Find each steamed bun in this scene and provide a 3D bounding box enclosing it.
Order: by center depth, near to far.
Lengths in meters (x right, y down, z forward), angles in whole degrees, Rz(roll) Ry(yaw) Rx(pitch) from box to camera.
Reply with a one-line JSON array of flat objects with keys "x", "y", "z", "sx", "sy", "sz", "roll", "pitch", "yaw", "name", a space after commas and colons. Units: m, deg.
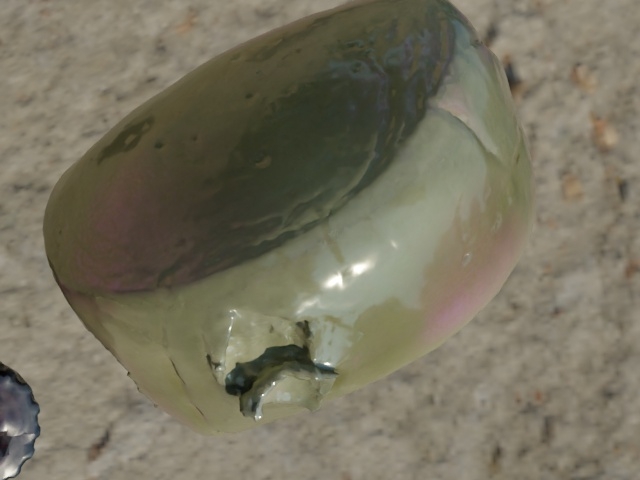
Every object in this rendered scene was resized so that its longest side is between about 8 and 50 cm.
[{"x": 0.000, "y": 0.000, "z": 0.784, "sx": 0.170, "sy": 0.239, "sz": 0.152, "roll": 61, "pitch": 1, "yaw": -43, "name": "steamed bun"}]

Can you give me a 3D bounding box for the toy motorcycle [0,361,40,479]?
[{"x": -0.251, "y": 0.101, "z": 0.770, "sx": 0.229, "sy": 0.094, "sz": 0.129, "roll": -26, "pitch": 108, "yaw": -18, "name": "toy motorcycle"}]
